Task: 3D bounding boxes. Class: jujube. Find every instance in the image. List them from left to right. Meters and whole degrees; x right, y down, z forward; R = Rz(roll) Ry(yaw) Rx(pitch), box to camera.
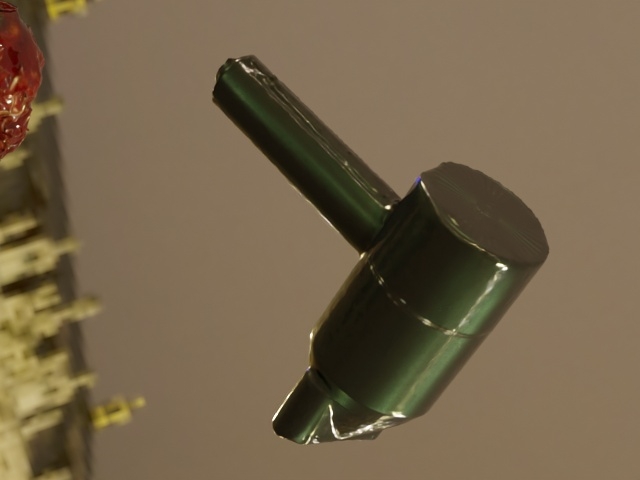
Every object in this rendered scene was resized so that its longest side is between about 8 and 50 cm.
[{"bbox_3d":[-0.285,-0.129,1.608,0.104,0.104,0.166,56,-26,35],"label":"jujube"}]

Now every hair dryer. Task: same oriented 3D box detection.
[{"bbox_3d":[0.000,0.000,1.459,0.302,0.116,0.244,47,-60,19],"label":"hair dryer"}]
